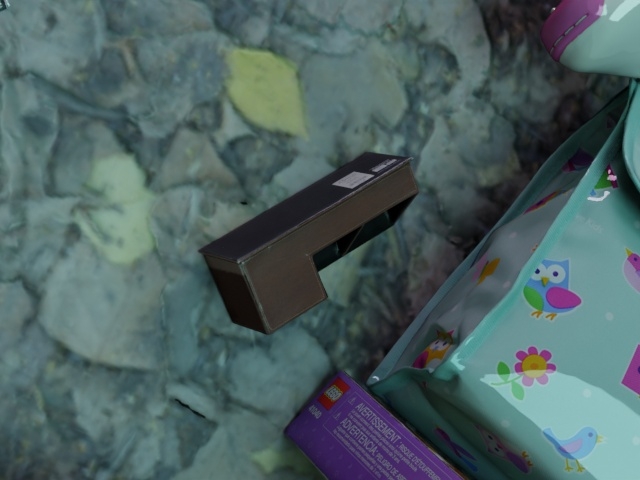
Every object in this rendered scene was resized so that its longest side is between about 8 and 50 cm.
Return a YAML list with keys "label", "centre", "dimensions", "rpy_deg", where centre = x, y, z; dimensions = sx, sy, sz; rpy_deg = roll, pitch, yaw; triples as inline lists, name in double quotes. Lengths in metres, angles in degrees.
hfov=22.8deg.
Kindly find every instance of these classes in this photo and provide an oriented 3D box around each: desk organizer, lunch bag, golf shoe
- label: "desk organizer"
  centre: [0.000, 0.000, 0.930]
  dimensions: [0.130, 0.047, 0.050]
  rpy_deg: [-31, 112, -26]
- label: "lunch bag"
  centre: [0.200, 0.056, 0.974]
  dimensions: [0.223, 0.160, 0.262]
  rpy_deg: [43, 70, -7]
- label: "golf shoe"
  centre: [0.272, -0.133, 0.986]
  dimensions: [0.306, 0.115, 0.140]
  rpy_deg: [-16, 70, -34]

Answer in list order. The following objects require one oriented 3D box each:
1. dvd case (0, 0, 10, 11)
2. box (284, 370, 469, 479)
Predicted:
- label: "dvd case"
  centre: [-0.217, -0.158, 0.798]
  dimensions: [0.087, 0.013, 0.119]
  rpy_deg: [-28, 110, -27]
- label: "box"
  centre: [0.124, 0.213, 0.934]
  dimensions: [0.057, 0.201, 0.293]
  rpy_deg: [-47, 118, -3]
